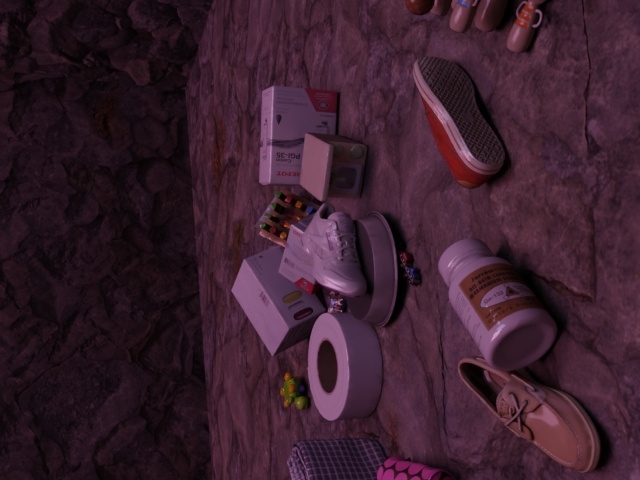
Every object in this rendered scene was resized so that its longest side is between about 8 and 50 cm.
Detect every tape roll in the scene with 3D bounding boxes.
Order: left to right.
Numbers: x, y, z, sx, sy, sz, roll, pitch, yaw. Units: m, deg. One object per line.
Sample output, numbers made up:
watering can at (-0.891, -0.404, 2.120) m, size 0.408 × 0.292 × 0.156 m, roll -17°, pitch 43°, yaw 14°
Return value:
tape roll at (0.060, 0.334, 1.834) m, size 0.286 × 0.100 × 0.286 m, roll -179°, pitch 90°, yaw -68°

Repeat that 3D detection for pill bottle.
pill bottle at (0.300, 0.104, 1.206) m, size 0.229 × 0.131 × 0.131 m, roll -115°, pitch 34°, yaw -48°

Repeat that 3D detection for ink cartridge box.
ink cartridge box at (-0.065, -0.301, 2.032) m, size 0.117 × 0.207 × 0.283 m, roll -169°, pitch 80°, yaw -69°
ink cartridge box at (-0.018, 0.033, 1.948) m, size 0.128 × 0.127 × 0.176 m, roll 34°, pitch 127°, yaw 22°

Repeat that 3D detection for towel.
towel at (0.067, 0.594, 1.625) m, size 0.284 × 0.235 × 0.121 m, roll 59°, pitch 136°, yaw 52°

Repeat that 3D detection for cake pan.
cake pan at (0.116, 0.073, 1.727) m, size 0.293 × 0.054 × 0.293 m, roll 178°, pitch 90°, yaw -74°

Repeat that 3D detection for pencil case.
pencil case at (0.210, 0.517, 1.466) m, size 0.095 × 0.098 × 0.209 m, roll -48°, pitch 11°, yaw -20°

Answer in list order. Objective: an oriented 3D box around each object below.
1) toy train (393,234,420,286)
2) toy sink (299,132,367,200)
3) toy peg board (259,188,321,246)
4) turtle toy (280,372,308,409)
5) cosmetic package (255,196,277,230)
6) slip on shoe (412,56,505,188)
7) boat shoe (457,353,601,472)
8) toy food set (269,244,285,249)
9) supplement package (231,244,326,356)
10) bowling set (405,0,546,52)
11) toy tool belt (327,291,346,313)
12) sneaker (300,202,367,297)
toy train at (0.199, 0.045, 1.602) m, size 0.036 × 0.027 × 0.158 m, roll -57°, pitch 36°, yaw 32°
toy sink at (0.041, -0.199, 1.869) m, size 0.234 × 0.131 × 0.153 m, roll -136°, pitch 51°, yaw -68°
toy peg board at (-0.097, -0.064, 2.085) m, size 0.161 × 0.160 × 0.079 m, roll -63°, pitch -21°, yaw -2°
turtle toy at (-0.081, 0.492, 2.216) m, size 0.130 × 0.066 × 0.095 m, roll -116°, pitch 35°, yaw -48°
cosmetic package at (-0.147, -0.080, 2.272) m, size 0.117 × 0.085 × 0.231 m, roll -57°, pitch 7°, yaw -7°
slip on shoe at (0.257, -0.241, 1.362) m, size 0.101 × 0.123 × 0.331 m, roll 114°, pitch 144°, yaw -51°
boat shoe at (0.337, 0.280, 1.146) m, size 0.302 × 0.098 × 0.109 m, roll -133°, pitch 48°, yaw -60°
toy food set at (-0.097, 0.053, 2.244) m, size 0.306 × 0.092 × 0.220 m, roll 128°, pitch 138°, yaw -57°
supplement package at (-0.135, 0.185, 2.143) m, size 0.262 × 0.145 × 0.204 m, roll 55°, pitch 146°, yaw 18°
bowling set at (0.269, -0.466, 1.242) m, size 0.287 × 0.199 × 0.154 m, roll 58°, pitch 140°, yaw 47°
toy tool belt at (0.054, 0.181, 1.935) m, size 0.051 × 0.052 × 0.083 m, roll 18°, pitch 112°, yaw 35°
sneaker at (0.037, 0.019, 1.693) m, size 0.152 × 0.114 × 0.305 m, roll -65°, pitch 34°, yaw 25°
